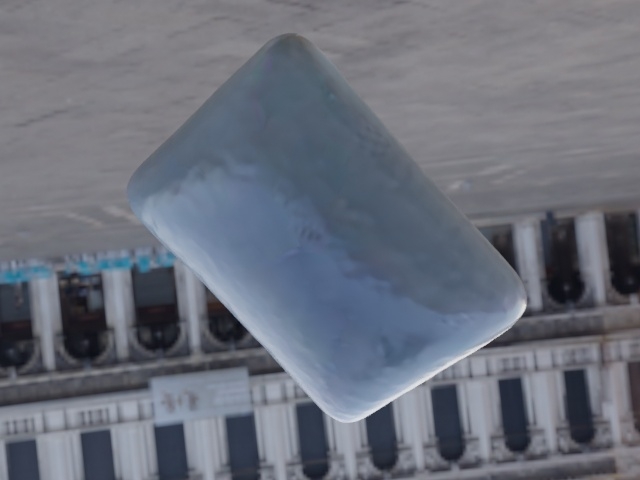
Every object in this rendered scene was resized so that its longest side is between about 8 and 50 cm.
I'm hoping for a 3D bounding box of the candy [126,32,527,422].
[{"bbox_3d":[0.000,0.000,0.537,0.138,0.174,0.071,-38,-173,34],"label":"candy"}]
